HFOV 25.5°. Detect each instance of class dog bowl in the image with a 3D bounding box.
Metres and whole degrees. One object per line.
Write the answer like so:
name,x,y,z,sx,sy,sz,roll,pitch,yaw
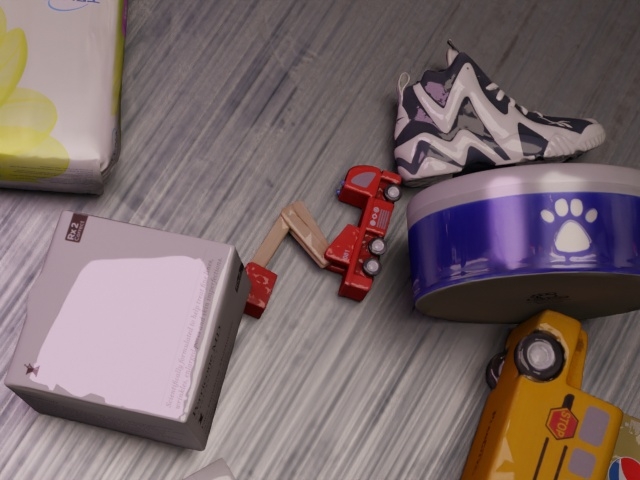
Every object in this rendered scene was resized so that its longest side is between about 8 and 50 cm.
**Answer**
dog bowl,0.219,0.009,1.405,0.264,0.265,0.104,1,76,-11

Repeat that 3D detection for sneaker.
sneaker,0.187,-0.150,1.536,0.235,0.094,0.153,-10,84,-4

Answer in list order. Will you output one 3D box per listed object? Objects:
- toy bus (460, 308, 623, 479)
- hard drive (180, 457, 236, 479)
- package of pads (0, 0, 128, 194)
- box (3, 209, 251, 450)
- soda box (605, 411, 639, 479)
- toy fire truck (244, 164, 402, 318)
toy bus,0.207,0.243,1.415,0.130,0.108,0.333,23,70,-4
hard drive,-0.189,0.392,1.324,0.353,0.047,0.233,-28,81,-18
package of pads,-0.313,-0.199,1.448,0.229,0.101,0.297,4,74,-9
box,-0.179,0.087,1.357,0.181,0.119,0.181,12,71,10
soda box,0.297,0.271,1.449,0.058,0.061,0.181,22,71,-4
toy fire truck,0.000,0.000,1.479,0.135,0.047,0.192,18,70,-4
